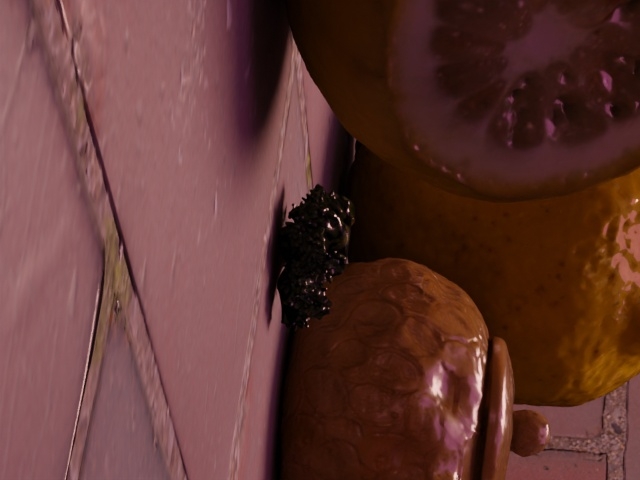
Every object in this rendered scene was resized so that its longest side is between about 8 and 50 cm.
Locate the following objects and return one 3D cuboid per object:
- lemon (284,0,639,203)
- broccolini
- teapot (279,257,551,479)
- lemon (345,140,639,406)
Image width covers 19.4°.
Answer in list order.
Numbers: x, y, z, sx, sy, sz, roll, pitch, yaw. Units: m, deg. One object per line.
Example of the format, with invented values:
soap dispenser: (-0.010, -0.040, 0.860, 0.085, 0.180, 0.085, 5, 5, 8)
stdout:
lemon: (0.092, -0.151, 0.982, 0.219, 0.240, 0.240, -115, -158, -56)
broccolini: (-0.005, -0.006, 1.152, 0.057, 0.071, 0.254, 52, 6, -8)
teapot: (0.063, 0.123, 1.192, 0.311, 0.167, 0.203, -74, 167, -62)
lemon: (0.147, -0.005, 1.432, 0.253, 0.310, 0.253, -37, 144, -33)
